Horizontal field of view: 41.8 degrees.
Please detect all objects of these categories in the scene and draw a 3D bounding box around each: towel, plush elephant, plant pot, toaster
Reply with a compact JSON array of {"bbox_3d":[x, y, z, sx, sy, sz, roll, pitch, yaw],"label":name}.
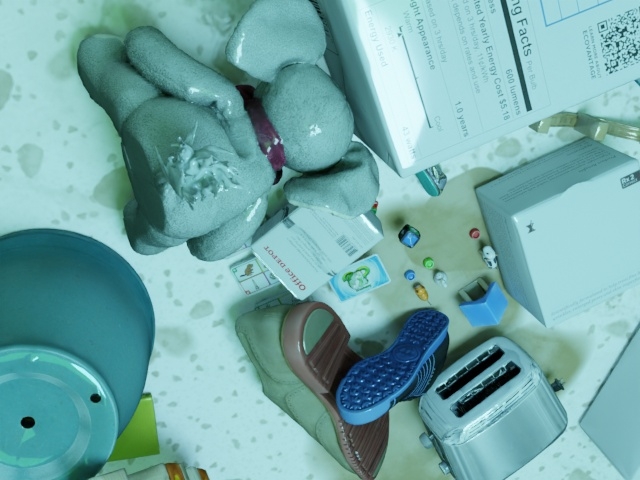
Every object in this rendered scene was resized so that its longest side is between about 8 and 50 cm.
[{"bbox_3d":[-0.343,0.266,1.137,0.237,0.021,0.102,-7,117,-11],"label":"towel"},{"bbox_3d":[-0.083,-0.119,0.916,0.255,0.330,0.272,-22,109,-24],"label":"plush elephant"},{"bbox_3d":[-0.323,0.152,0.950,0.271,0.255,0.272,-4,108,-11],"label":"plant pot"},{"bbox_3d":[0.248,0.239,1.189,0.227,0.129,0.146,-35,128,-2],"label":"toaster"}]

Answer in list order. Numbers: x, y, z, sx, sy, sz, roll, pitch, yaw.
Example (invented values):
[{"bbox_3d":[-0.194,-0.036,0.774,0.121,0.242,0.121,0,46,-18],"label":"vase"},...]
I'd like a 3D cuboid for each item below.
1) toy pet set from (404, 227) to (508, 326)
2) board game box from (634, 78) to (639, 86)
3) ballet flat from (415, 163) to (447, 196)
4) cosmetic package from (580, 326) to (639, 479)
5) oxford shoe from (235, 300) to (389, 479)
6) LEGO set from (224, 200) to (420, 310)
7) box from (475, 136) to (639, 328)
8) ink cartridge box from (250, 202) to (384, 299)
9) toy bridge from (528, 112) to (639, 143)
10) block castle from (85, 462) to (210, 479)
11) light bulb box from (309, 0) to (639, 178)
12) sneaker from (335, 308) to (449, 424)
[{"bbox_3d":[0.200,0.066,1.154,0.122,0.065,0.114,-34,115,3],"label":"toy pet set"},{"bbox_3d":[0.604,-0.272,1.100,0.254,0.079,0.336,37,100,-24],"label":"board game box"},{"bbox_3d":[0.128,-0.109,1.084,0.041,0.041,0.114,-37,116,4],"label":"ballet flat"},{"bbox_3d":[0.590,0.190,1.247,0.217,0.156,0.385,17,106,-21],"label":"cosmetic package"},{"bbox_3d":[-0.001,0.207,1.159,0.130,0.123,0.348,1,132,32],"label":"oxford shoe"},{"bbox_3d":[0.000,0.000,1.100,0.244,0.060,0.182,-24,116,10],"label":"LEGO set"},{"bbox_3d":[0.330,-0.013,1.118,0.181,0.119,0.182,-24,115,-4],"label":"box"},{"bbox_3d":[-0.005,-0.007,1.035,0.135,0.056,0.099,-37,108,15],"label":"ink cartridge box"},{"bbox_3d":[0.353,-0.150,1.100,0.188,0.063,0.026,6,110,-14],"label":"toy bridge"},{"bbox_3d":[-0.253,0.429,0.990,0.303,0.453,0.213,-26,72,-3],"label":"block castle"},{"bbox_3d":[0.166,-0.314,0.899,0.361,0.225,0.358,-23,115,-4],"label":"light bulb box"},{"bbox_3d":[0.105,0.187,1.122,0.232,0.081,0.090,-35,133,-40],"label":"sneaker"}]
